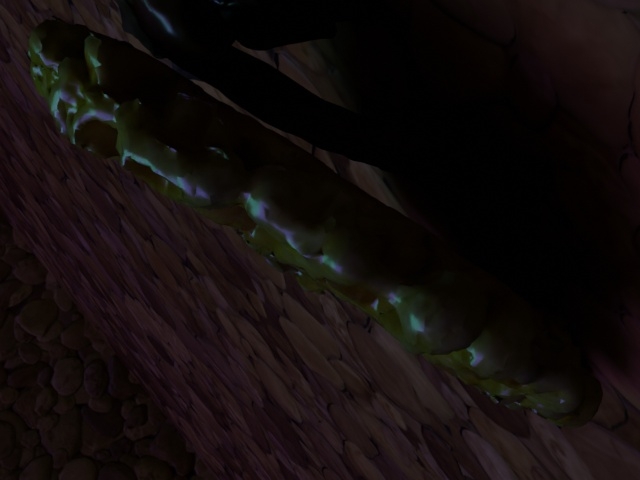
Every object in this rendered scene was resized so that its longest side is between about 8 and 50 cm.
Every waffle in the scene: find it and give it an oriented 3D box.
[{"bbox_3d":[0.002,-0.003,0.683,0.307,0.060,0.312,33,179,27],"label":"waffle"}]

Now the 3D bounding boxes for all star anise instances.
[{"bbox_3d":[-0.071,-0.161,0.659,0.349,0.109,0.292,53,169,-22],"label":"star anise"}]
